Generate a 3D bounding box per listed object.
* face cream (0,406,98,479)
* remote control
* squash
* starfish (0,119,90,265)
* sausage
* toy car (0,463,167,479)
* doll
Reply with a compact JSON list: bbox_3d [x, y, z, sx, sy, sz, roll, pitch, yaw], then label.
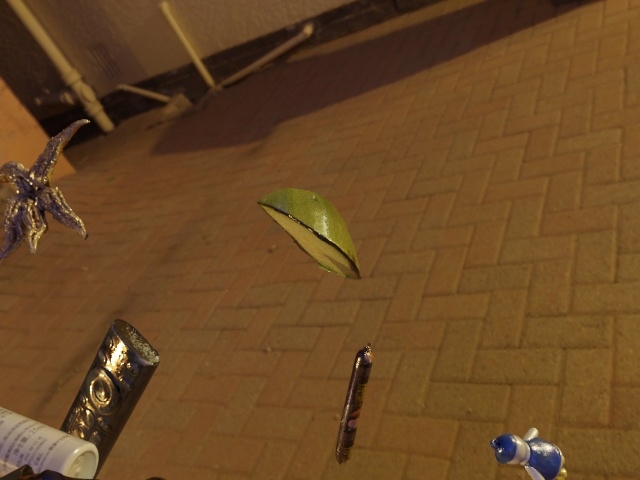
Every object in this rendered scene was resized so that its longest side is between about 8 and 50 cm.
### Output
[{"bbox_3d":[-0.433,0.269,0.820,0.269,0.082,0.082,14,48,18],"label":"face cream"},{"bbox_3d":[-0.374,0.300,1.002,0.377,0.107,0.044,-58,-17,24],"label":"remote control"},{"bbox_3d":[0.013,-0.019,0.994,0.085,0.192,0.184,-53,33,-12],"label":"squash"},{"bbox_3d":[-0.604,-0.084,1.329,0.302,0.084,0.293,-24,60,9],"label":"starfish"},{"bbox_3d":[0.045,0.225,0.821,0.028,0.198,0.025,4,22,-20],"label":"sausage"},{"bbox_3d":[-0.119,0.256,0.304,0.193,0.301,0.118,-26,15,-4],"label":"toy car"},{"bbox_3d":[0.317,0.328,0.927,0.057,0.143,0.098,-50,25,42],"label":"doll"}]
